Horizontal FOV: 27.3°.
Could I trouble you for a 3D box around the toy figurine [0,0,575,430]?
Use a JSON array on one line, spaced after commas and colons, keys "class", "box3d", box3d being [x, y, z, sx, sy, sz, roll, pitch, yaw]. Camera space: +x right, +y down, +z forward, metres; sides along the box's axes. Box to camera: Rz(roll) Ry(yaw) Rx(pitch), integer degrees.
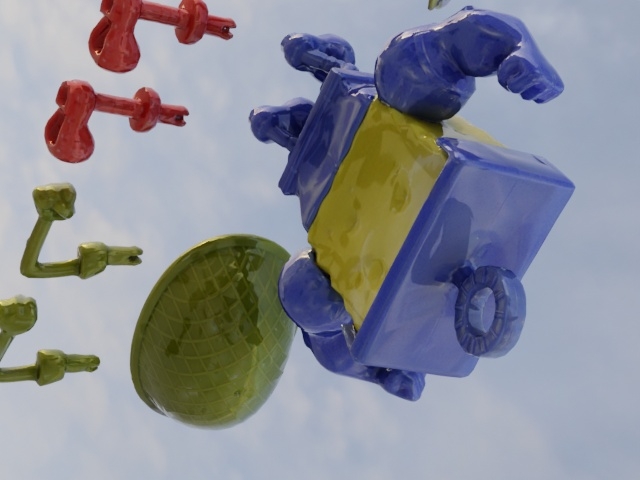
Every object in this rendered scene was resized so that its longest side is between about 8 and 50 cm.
[{"class": "toy figurine", "box3d": [0.000, 0.000, 0.596, 0.217, 0.191, 0.362, 50, -59, 43]}]
